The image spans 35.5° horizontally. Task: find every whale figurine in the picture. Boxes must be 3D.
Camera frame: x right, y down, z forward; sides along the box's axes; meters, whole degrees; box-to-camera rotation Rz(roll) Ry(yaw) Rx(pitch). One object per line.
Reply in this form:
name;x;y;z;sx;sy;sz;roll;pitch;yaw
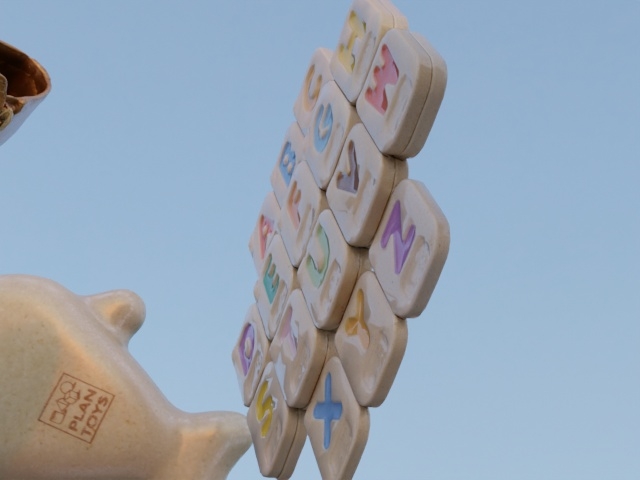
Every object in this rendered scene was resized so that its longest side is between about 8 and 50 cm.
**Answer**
whale figurine;-0.190;0.141;0.772;0.272;0.216;0.141;21;-25;4

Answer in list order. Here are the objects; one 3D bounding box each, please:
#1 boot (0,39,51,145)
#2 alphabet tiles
boot;-0.268;-0.035;0.480;0.211;0.295;0.104;-43;-95;17
alphabet tiles;0.000;0.000;0.611;0.021;0.278;0.284;10;-63;-19
